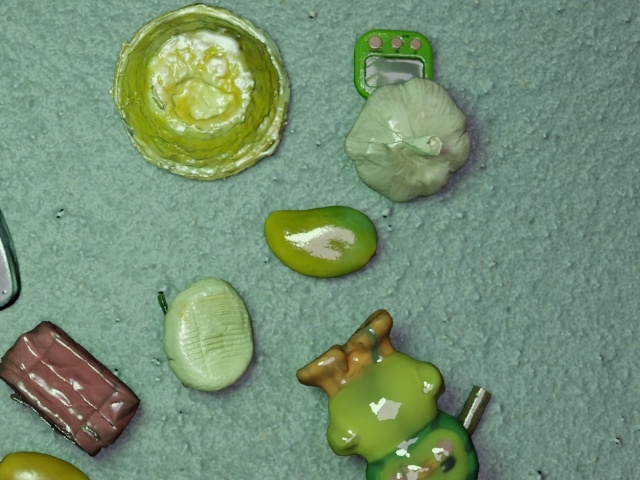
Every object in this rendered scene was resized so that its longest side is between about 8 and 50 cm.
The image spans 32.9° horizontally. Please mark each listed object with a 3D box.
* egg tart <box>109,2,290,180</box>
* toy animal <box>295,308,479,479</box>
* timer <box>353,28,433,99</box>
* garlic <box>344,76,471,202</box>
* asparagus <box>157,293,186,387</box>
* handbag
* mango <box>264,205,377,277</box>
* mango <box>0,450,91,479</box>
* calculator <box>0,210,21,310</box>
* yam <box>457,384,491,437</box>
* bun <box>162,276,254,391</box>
[{"bbox_3d":[-0.195,-0.254,1.814,0.315,0.120,0.315,0,86,-7],"label":"egg tart"},{"bbox_3d":[0.121,0.299,1.770,0.216,0.191,0.338,-34,86,-5],"label":"toy animal"},{"bbox_3d":[0.126,-0.303,1.896,0.140,0.047,0.128,1,84,-7],"label":"timer"},{"bbox_3d":[0.152,-0.159,1.795,0.218,0.212,0.218,-2,103,-6],"label":"garlic"},{"bbox_3d":[-0.247,0.169,1.826,0.016,0.016,0.163,-14,87,-34],"label":"asparagus"},{"bbox_3d":[-0.405,0.239,1.735,0.225,0.146,0.135,42,76,-2],"label":"handbag"},{"bbox_3d":[0.002,0.003,1.840,0.191,0.085,0.122,-5,96,2],"label":"mango"},{"bbox_3d":[-0.439,0.401,1.747,0.184,0.085,0.102,23,83,-10],"label":"mango"},{"bbox_3d":[-0.600,0.013,1.784,0.177,0.040,0.268,-22,93,-6],"label":"calculator"},{"bbox_3d":[0.201,0.398,1.850,0.045,0.045,0.327,25,80,27],"label":"yam"},{"bbox_3d":[-0.189,0.155,1.790,0.164,0.111,0.188,-13,88,-32],"label":"bun"}]
